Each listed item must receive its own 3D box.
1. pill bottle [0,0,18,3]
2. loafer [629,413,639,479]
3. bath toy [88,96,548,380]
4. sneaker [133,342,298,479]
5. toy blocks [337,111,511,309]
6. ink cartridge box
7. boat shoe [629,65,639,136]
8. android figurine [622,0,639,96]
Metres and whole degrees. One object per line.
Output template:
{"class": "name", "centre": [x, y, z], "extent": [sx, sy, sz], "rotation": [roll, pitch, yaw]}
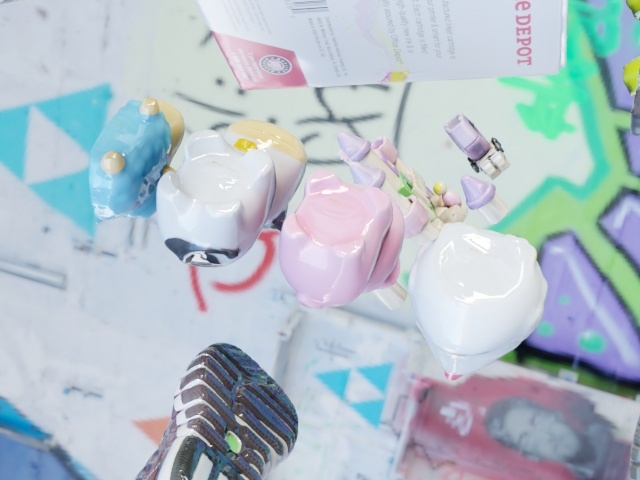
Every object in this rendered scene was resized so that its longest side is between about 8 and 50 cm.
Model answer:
{"class": "pill bottle", "centre": [-0.136, -0.203, 0.666], "extent": [0.184, 0.103, 0.103], "rotation": [-23, -45, -42]}
{"class": "loafer", "centre": [0.277, 0.206, 0.750], "extent": [0.102, 0.092, 0.268], "rotation": [-5, 86, 59]}
{"class": "bath toy", "centre": [0.000, 0.000, 0.834], "extent": [0.151, 0.348, 0.129], "rotation": [-54, -21, -36]}
{"class": "sneaker", "centre": [-0.114, 0.182, 0.825], "extent": [0.162, 0.106, 0.281], "rotation": [-42, 4, 14]}
{"class": "toy blocks", "centre": [0.125, -0.109, 1.858], "extent": [0.309, 0.260, 0.288], "rotation": [-40, 19, 14]}
{"class": "ink cartridge box", "centre": [0.054, -0.240, 0.960], "extent": [0.226, 0.306, 0.131], "rotation": [66, -158, -66]}
{"class": "boat shoe", "centre": [0.239, -0.056, 0.587], "extent": [0.056, 0.152, 0.049], "rotation": [-26, -48, -56]}
{"class": "android figurine", "centre": [0.378, -0.219, 0.979], "extent": [0.273, 0.056, 0.248], "rotation": [-23, 57, 58]}
